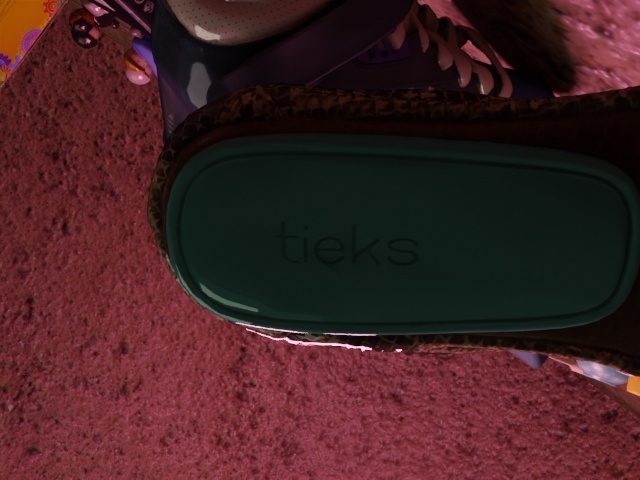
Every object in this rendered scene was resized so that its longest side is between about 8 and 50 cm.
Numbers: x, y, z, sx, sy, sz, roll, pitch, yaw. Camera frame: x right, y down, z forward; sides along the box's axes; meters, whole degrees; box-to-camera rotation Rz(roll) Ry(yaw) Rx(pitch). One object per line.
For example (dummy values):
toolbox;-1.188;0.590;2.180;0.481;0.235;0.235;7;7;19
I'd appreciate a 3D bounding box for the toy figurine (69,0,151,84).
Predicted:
toy figurine;-0.411;-0.433;1.682;0.213;0.148;0.209;37;179;-12

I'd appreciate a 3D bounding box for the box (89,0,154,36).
box;-0.135;-0.253;0.606;0.156;0.158;0.093;36;178;38

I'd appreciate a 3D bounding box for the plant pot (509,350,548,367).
plant pot;0.218;0.005;0.921;0.165;0.165;0.234;35;171;28

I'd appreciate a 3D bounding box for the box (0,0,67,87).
box;-0.407;-0.363;0.914;0.279;0.290;0.177;34;178;38

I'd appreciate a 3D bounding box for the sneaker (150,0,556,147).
sneaker;0.052;-0.142;0.528;0.322;0.236;0.130;-8;-133;-20

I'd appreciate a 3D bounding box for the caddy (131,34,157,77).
caddy;-0.118;-0.215;1.192;0.341;0.179;0.241;37;177;-42

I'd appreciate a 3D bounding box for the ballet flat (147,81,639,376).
ballet flat;0.164;-0.011;0.386;0.482;0.164;0.182;7;-159;13

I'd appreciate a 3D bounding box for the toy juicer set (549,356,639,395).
toy juicer set;0.587;0.244;1.598;0.209;0.090;0.329;22;177;-28

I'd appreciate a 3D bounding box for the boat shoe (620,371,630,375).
boat shoe;0.413;0.126;1.174;0.118;0.103;0.320;35;178;39
